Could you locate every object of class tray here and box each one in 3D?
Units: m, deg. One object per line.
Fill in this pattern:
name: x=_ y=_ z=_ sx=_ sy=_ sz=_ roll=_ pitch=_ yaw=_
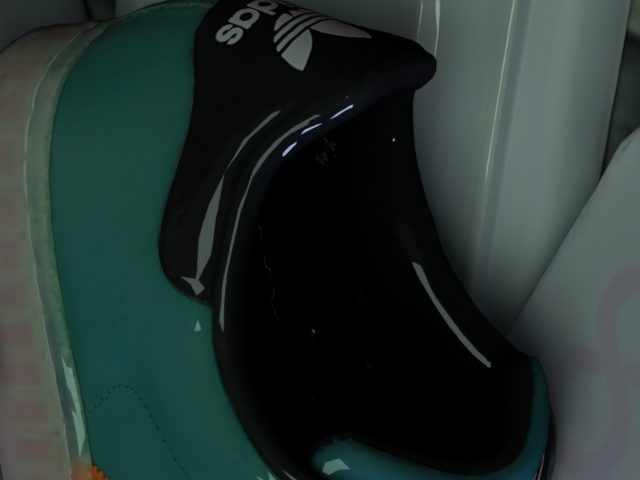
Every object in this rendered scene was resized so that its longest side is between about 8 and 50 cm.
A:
tray: x=0.000 y=0.000 z=0.513 sx=0.145 sy=0.030 sz=0.270 roll=13 pitch=111 yaw=14

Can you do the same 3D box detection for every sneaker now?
sneaker: x=0.000 y=0.089 z=0.453 sx=0.121 sy=0.108 sz=0.302 roll=-2 pitch=107 yaw=39

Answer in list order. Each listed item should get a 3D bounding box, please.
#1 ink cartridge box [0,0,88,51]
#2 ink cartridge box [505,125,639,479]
ink cartridge box: x=-0.151 y=-0.107 z=0.500 sx=0.127 sy=0.072 sz=0.175 roll=-11 pitch=104 yaw=20
ink cartridge box: x=0.139 y=0.008 z=0.396 sx=0.066 sy=0.189 sz=0.232 roll=8 pitch=120 yaw=-29
